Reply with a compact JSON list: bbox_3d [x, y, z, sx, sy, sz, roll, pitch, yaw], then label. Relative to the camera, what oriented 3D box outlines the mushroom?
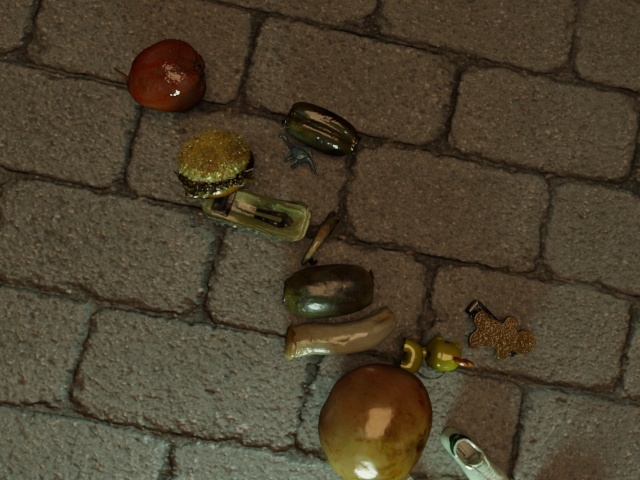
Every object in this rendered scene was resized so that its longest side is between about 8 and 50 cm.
[{"bbox_3d":[0.060,0.280,1.720,0.352,0.095,0.122,-10,67,-8],"label":"mushroom"}]

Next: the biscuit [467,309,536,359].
[{"bbox_3d":[0.555,0.294,1.763,0.205,0.031,0.138,13,90,-1],"label":"biscuit"}]

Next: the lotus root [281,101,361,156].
[{"bbox_3d":[0.003,-0.338,1.763,0.241,0.123,0.123,25,95,-7],"label":"lotus root"}]

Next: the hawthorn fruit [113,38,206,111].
[{"bbox_3d":[-0.472,-0.481,1.701,0.263,0.210,0.210,-2,84,4],"label":"hawthorn fruit"}]

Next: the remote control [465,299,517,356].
[{"bbox_3d":[0.541,0.273,1.793,0.212,0.028,0.059,44,81,1],"label":"remote control"}]

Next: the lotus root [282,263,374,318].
[{"bbox_3d":[0.023,0.150,1.699,0.275,0.152,0.159,-5,92,-4],"label":"lotus root"}]

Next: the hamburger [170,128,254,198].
[{"bbox_3d":[-0.311,-0.224,1.676,0.243,0.138,0.261,-18,47,-9],"label":"hamburger"}]

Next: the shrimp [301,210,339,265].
[{"bbox_3d":[0.000,0.000,1.737,0.046,0.152,0.219,30,43,3],"label":"shrimp"}]

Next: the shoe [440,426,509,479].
[{"bbox_3d":[0.468,0.668,1.707,0.265,0.110,0.095,43,81,3],"label":"shoe"}]

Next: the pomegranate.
[{"bbox_3d":[0.141,0.497,1.608,0.339,0.338,0.337,1,84,-5],"label":"pomegranate"}]

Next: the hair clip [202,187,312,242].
[{"bbox_3d":[-0.187,-0.080,1.738,0.322,0.091,0.138,18,82,7],"label":"hair clip"}]

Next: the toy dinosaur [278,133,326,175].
[{"bbox_3d":[-0.066,-0.259,1.786,0.197,0.045,0.080,42,76,10],"label":"toy dinosaur"}]

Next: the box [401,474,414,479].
[{"bbox_3d":[0.282,0.807,1.715,0.109,0.029,0.198,-36,89,-8],"label":"box"}]

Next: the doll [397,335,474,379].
[{"bbox_3d":[0.344,0.351,1.719,0.221,0.143,0.135,8,82,3],"label":"doll"}]
